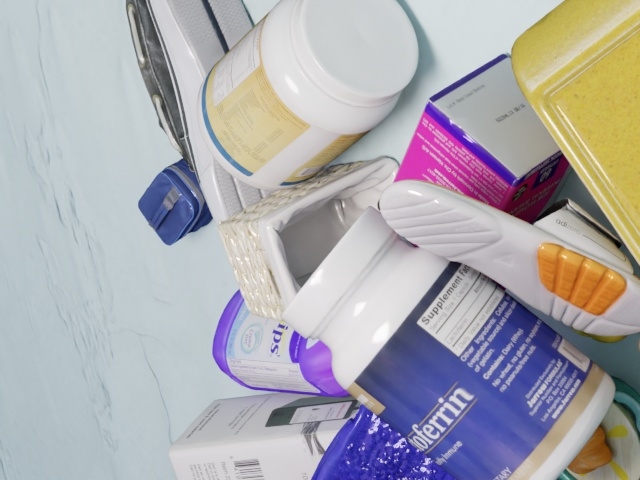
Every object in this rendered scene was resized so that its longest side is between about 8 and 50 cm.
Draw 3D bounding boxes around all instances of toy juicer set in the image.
[{"bbox_3d":[0.238,0.143,1.739,0.329,0.089,0.209,-4,111,50],"label":"toy juicer set"}]

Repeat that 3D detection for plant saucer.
[{"bbox_3d":[0.316,-0.083,1.483,0.333,0.081,0.333,57,137,4],"label":"plant saucer"}]

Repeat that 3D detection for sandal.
[{"bbox_3d":[0.176,-0.006,1.589,0.265,0.076,0.102,27,149,-17],"label":"sandal"}]

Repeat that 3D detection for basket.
[{"bbox_3d":[0.000,0.000,1.854,0.103,0.167,0.113,0,113,55],"label":"basket"}]

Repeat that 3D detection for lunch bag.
[{"bbox_3d":[-0.154,-0.042,2.075,0.067,0.065,0.098,51,141,10],"label":"lunch bag"}]

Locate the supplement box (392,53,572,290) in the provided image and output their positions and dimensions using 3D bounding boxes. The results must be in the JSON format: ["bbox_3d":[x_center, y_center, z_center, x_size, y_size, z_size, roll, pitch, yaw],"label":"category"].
[{"bbox_3d":[0.134,-0.038,1.717,0.114,0.111,0.220,43,140,18],"label":"supplement box"}]

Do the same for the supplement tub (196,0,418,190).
[{"bbox_3d":[-0.013,-0.146,1.783,0.144,0.144,0.199,57,142,3],"label":"supplement tub"}]

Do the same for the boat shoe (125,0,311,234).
[{"bbox_3d":[-0.101,-0.128,1.938,0.119,0.121,0.335,-17,90,60],"label":"boat shoe"}]

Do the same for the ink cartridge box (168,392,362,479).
[{"bbox_3d":[0.021,0.265,1.966,0.289,0.121,0.211,-8,109,28],"label":"ink cartridge box"}]

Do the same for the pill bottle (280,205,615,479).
[{"bbox_3d":[0.106,0.099,1.641,0.264,0.153,0.153,39,140,2],"label":"pill bottle"}]

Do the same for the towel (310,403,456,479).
[{"bbox_3d":[0.127,0.296,1.815,0.308,0.076,0.228,30,121,8],"label":"towel"}]

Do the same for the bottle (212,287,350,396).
[{"bbox_3d":[0.012,0.099,1.939,0.283,0.118,0.092,1,150,49],"label":"bottle"}]
